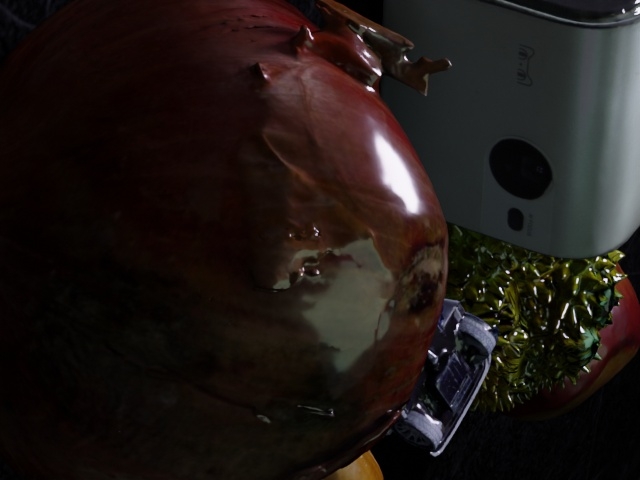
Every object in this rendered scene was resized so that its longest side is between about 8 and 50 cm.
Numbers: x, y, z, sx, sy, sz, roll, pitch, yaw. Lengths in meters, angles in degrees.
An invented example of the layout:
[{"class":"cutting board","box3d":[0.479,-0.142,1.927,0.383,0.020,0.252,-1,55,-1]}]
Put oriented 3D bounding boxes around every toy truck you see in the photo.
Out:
[{"class":"toy truck","box3d":[0.023,0.050,1.568,0.124,0.155,0.268,-58,137,-24]}]

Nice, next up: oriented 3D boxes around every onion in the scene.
[{"class":"onion","box3d":[-0.075,0.002,1.154,0.353,0.354,0.353,-49,150,-40]}]

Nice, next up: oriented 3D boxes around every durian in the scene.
[{"class":"durian","box3d":[0.165,0.029,1.909,0.291,0.224,0.291,-12,119,-23]}]

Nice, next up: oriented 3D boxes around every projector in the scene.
[{"class":"projector","box3d":[0.199,-0.166,1.738,0.248,0.249,0.249,-44,145,-43]}]

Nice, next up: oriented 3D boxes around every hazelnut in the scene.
[{"class":"hazelnut","box3d":[0.231,0.087,2.126,0.229,0.229,0.229,-49,150,-40]}]

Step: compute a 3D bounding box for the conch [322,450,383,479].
[{"class":"conch","box3d":[-0.008,0.185,1.812,0.109,0.093,0.330,-18,112,-12]}]
